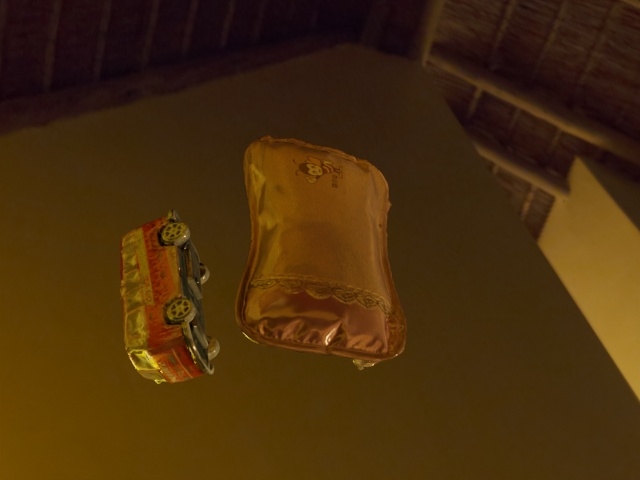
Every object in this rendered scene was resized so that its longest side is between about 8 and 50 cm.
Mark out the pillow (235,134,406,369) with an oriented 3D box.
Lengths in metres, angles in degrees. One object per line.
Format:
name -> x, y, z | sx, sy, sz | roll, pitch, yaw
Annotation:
pillow -> 0.000, 0.000, 0.745 | 0.130, 0.233, 0.038 | 10, -46, -10

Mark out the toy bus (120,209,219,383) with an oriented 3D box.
toy bus -> -0.225, 0.088, 1.390 | 0.119, 0.265, 0.121 | -17, -44, 3
